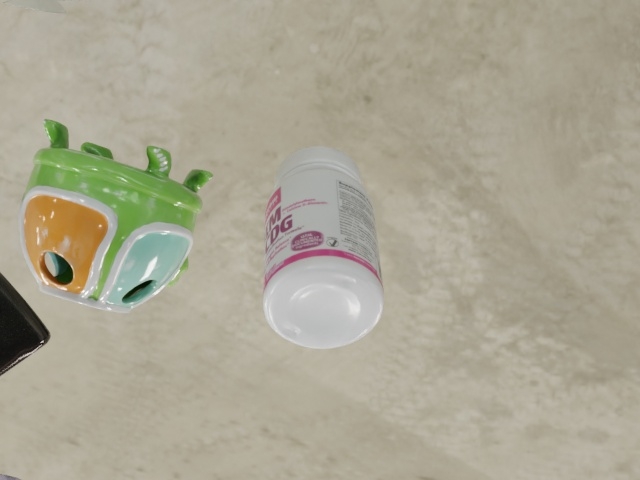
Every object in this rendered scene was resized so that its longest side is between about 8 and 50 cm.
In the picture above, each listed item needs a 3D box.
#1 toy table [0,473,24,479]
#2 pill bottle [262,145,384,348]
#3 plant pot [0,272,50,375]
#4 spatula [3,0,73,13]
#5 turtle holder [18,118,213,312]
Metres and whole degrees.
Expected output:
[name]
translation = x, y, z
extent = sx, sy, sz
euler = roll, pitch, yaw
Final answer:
[toy table]
translation = -0.398, 0.347, 0.863
extent = 0.274, 0.161, 0.252
euler = -23, 126, 6
[pill bottle]
translation = 0.000, 0.000, 1.267
extent = 0.160, 0.283, 0.160
euler = -1, 130, -1
[plant pot]
translation = -0.387, 0.042, 0.785
extent = 0.188, 0.187, 0.167
euler = 31, 147, 37
[spatula]
translation = -0.376, -0.305, 1.095
extent = 0.168, 0.242, 0.019
euler = 12, 105, 0
[turtle holder]
translation = -0.301, -0.021, 1.286
extent = 0.243, 0.227, 0.320
euler = 16, 176, -7
